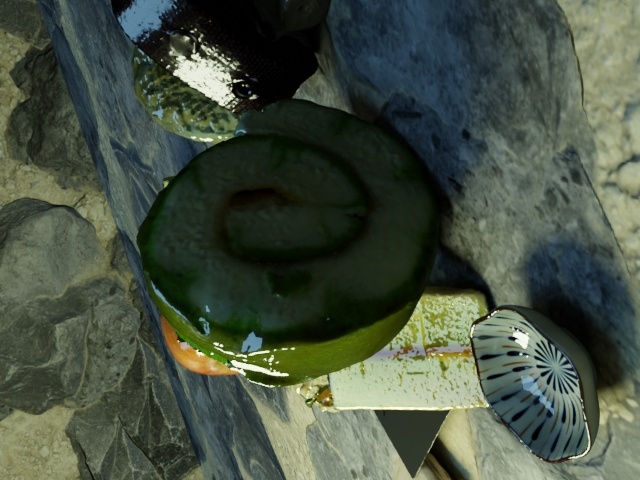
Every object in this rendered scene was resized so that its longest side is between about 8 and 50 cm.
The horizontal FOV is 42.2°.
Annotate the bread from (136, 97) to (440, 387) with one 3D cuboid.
[{"bbox_3d":[-0.041,-0.018,1.027,0.129,0.366,0.382,98,160,-53],"label":"bread"}]

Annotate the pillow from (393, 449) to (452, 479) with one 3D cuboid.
[{"bbox_3d":[0.168,0.440,1.353,0.173,0.067,0.270,-127,26,-45],"label":"pillow"}]

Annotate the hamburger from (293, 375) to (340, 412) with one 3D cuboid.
[{"bbox_3d":[0.004,0.173,1.394,0.208,0.155,0.135,-124,29,-45],"label":"hamburger"}]

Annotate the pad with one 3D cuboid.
[{"bbox_3d":[0.139,0.222,1.237,0.159,0.009,0.265,58,146,37],"label":"pad"}]

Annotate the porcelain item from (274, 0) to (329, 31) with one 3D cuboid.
[{"bbox_3d":[-0.063,-0.393,1.147,0.081,0.069,0.216,100,147,-59],"label":"porcelain item"}]

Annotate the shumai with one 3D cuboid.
[{"bbox_3d":[-0.196,-0.277,1.363,0.222,0.225,0.261,-160,58,-77],"label":"shumai"}]

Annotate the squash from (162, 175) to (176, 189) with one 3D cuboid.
[{"bbox_3d":[-0.259,-0.064,1.885,0.184,0.085,0.192,27,145,17],"label":"squash"}]

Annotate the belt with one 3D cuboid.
[{"bbox_3d":[-0.150,-0.291,1.157,0.164,0.289,0.184,-34,36,33],"label":"belt"}]

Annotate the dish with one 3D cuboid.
[{"bbox_3d":[0.249,0.147,0.911,0.191,0.066,0.191,46,149,39],"label":"dish"}]

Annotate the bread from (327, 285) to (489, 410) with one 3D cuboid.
[{"bbox_3d":[0.144,0.141,1.146,0.264,0.163,0.168,-5,93,33],"label":"bread"}]

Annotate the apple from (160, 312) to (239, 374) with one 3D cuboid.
[{"bbox_3d":[-0.222,0.156,1.762,0.242,0.242,0.241,92,155,-44],"label":"apple"}]
